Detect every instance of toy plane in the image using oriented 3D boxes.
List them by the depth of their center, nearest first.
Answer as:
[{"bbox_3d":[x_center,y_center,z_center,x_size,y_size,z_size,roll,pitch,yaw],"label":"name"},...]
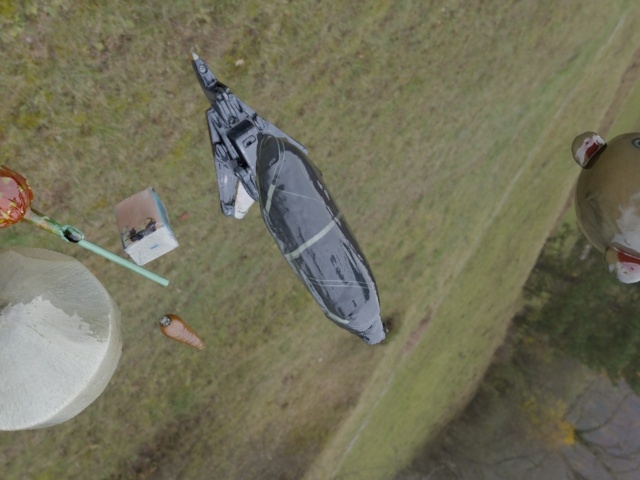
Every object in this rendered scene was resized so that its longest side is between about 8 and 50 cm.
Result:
[{"bbox_3d":[-0.143,-0.193,1.152,0.204,0.103,0.316,-40,142,-13],"label":"toy plane"}]

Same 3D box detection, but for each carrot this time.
[{"bbox_3d":[-0.405,0.283,1.972,0.069,0.069,0.336,-47,155,-10],"label":"carrot"}]

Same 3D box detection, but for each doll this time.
[{"bbox_3d":[0.509,-0.063,0.913,0.330,0.234,0.174,-4,161,-11],"label":"doll"}]

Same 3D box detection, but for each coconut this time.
[{"bbox_3d":[-0.389,0.128,0.871,0.237,0.237,0.266,-45,170,-14],"label":"coconut"}]

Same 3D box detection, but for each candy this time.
[{"bbox_3d":[-0.325,-0.005,0.842,0.288,0.078,0.084,31,94,-21],"label":"candy"}]

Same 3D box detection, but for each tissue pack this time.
[{"bbox_3d":[-0.259,-0.023,0.972,0.074,0.094,0.058,-29,144,0],"label":"tissue pack"}]

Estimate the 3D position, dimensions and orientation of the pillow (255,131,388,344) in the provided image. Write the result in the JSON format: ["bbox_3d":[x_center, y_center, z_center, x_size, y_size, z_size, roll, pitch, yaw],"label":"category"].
[{"bbox_3d":[0.000,0.000,0.917,0.093,0.335,0.161,-28,-174,13],"label":"pillow"}]
